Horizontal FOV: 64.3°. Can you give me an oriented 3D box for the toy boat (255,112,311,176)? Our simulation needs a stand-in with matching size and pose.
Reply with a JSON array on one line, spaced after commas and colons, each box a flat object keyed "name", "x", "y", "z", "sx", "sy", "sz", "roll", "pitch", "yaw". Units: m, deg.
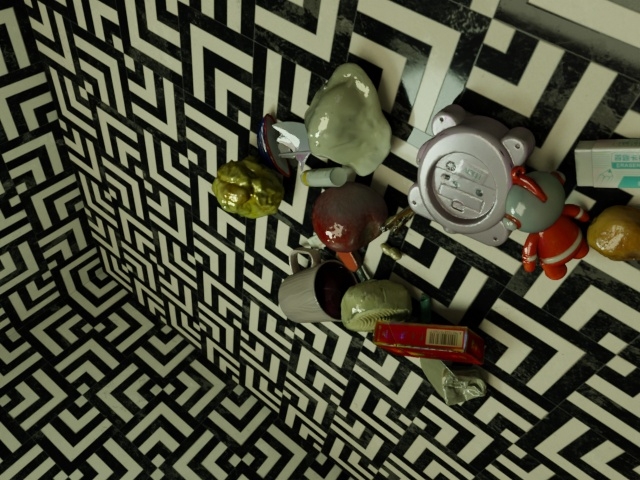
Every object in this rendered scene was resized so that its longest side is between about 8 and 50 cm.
[{"name": "toy boat", "x": -0.098, "y": -0.328, "z": 1.651, "sx": 0.318, "sy": 0.072, "sz": 0.219, "roll": -22, "pitch": 109, "yaw": 49}]

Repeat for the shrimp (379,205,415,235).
[{"name": "shrimp", "x": 0.222, "y": -0.049, "z": 1.516, "sx": 0.035, "sy": 0.147, "sz": 0.195, "roll": 49, "pitch": 147, "yaw": 12}]

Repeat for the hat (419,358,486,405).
[{"name": "hat", "x": 0.467, "y": 0.456, "z": 1.803, "sx": 0.214, "sy": 0.149, "sz": 0.245, "roll": 88, "pitch": 165, "yaw": -51}]

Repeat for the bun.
[{"name": "bun", "x": 0.189, "y": 0.215, "z": 1.755, "sx": 0.259, "sy": 0.259, "sz": 0.152, "roll": 125, "pitch": 142, "yaw": -53}]

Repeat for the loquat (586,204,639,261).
[{"name": "loquat", "x": 0.673, "y": -0.012, "z": 1.135, "sx": 0.137, "sy": 0.113, "sz": 0.137, "roll": 7, "pitch": 111, "yaw": 19}]

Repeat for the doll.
[{"name": "doll", "x": 0.511, "y": -0.047, "z": 1.172, "sx": 0.336, "sy": 0.199, "sz": 0.105, "roll": 46, "pitch": -179, "yaw": -31}]

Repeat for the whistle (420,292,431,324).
[{"name": "whistle", "x": 0.363, "y": 0.259, "z": 1.747, "sx": 0.039, "sy": 0.039, "sz": 0.187, "roll": 18, "pitch": 134, "yaw": 34}]

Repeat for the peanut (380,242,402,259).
[{"name": "peanut", "x": 0.231, "y": 0.036, "z": 1.675, "sx": 0.083, "sy": 0.037, "sz": 0.037, "roll": 29, "pitch": 140, "yaw": 20}]

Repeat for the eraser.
[{"name": "eraser", "x": 0.656, "y": -0.160, "z": 1.055, "sx": 0.225, "sy": 0.052, "sz": 0.096, "roll": 7, "pitch": 130, "yaw": 40}]

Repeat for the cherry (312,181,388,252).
[{"name": "cherry", "x": 0.078, "y": -0.086, "z": 1.563, "sx": 0.239, "sy": 0.239, "sz": 0.206, "roll": 31, "pitch": 160, "yaw": 21}]

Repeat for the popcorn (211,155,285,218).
[{"name": "popcorn", "x": -0.251, "y": -0.181, "z": 1.787, "sx": 0.252, "sy": 0.215, "sz": 0.286, "roll": 36, "pitch": -178, "yaw": 29}]

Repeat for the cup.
[{"name": "cup", "x": -0.030, "y": 0.180, "z": 1.920, "sx": 0.288, "sy": 0.208, "sz": 0.273, "roll": 48, "pitch": 146, "yaw": -16}]

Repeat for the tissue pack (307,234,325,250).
[{"name": "tissue pack", "x": 0.000, "y": 0.000, "z": 1.884, "sx": 0.056, "sy": 0.023, "sz": 0.108, "roll": 54, "pitch": 143, "yaw": -9}]

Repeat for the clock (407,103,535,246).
[{"name": "clock", "x": 0.378, "y": -0.162, "z": 1.285, "sx": 0.295, "sy": 0.113, "sz": 0.322, "roll": 28, "pitch": 138, "yaw": 25}]

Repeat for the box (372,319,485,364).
[{"name": "box", "x": 0.352, "y": 0.332, "z": 1.660, "sx": 0.313, "sy": 0.089, "sz": 0.197, "roll": -1, "pitch": 159, "yaw": 34}]

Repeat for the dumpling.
[{"name": "dumpling", "x": 0.078, "y": -0.302, "z": 1.390, "sx": 0.242, "sy": 0.187, "sz": 0.318, "roll": 37, "pitch": 146, "yaw": 13}]

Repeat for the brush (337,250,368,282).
[{"name": "brush", "x": 0.088, "y": 0.027, "z": 1.804, "sx": 0.070, "sy": 0.051, "sz": 0.324, "roll": -20, "pitch": 105, "yaw": 44}]

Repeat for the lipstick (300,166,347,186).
[{"name": "lipstick", "x": 0.005, "y": -0.197, "z": 1.590, "sx": 0.059, "sy": 0.059, "sz": 0.264, "roll": 60, "pitch": 165, "yaw": -17}]
